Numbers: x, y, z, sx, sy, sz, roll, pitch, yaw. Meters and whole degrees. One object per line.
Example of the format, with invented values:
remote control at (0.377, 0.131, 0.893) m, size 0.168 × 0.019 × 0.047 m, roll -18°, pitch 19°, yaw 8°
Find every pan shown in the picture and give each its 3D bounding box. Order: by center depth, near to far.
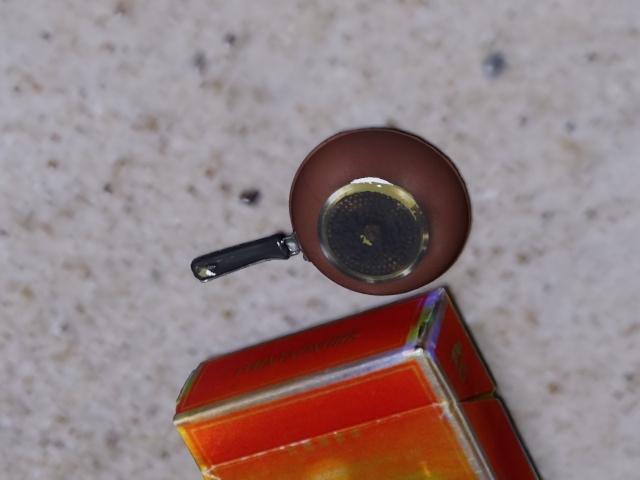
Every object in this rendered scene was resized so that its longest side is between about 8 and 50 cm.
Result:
pan at (0.000, 0.000, 0.722) m, size 0.115 × 0.023 × 0.068 m, roll -19°, pitch 112°, yaw 22°

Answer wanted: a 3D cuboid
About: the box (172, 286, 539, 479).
box at (0.031, 0.114, 0.759) m, size 0.112 × 0.048 × 0.175 m, roll -17°, pitch 112°, yaw 23°
